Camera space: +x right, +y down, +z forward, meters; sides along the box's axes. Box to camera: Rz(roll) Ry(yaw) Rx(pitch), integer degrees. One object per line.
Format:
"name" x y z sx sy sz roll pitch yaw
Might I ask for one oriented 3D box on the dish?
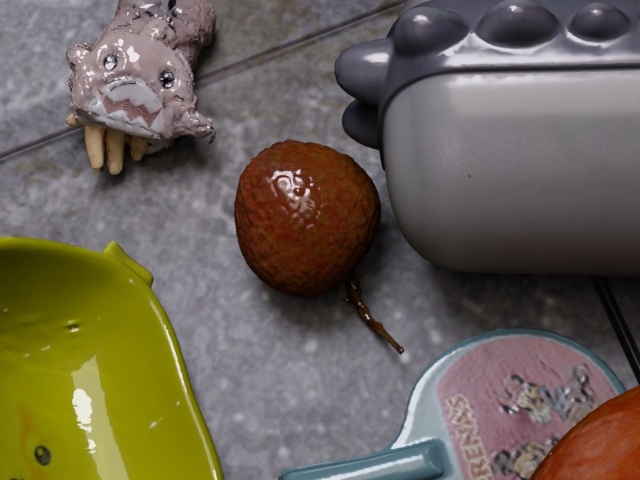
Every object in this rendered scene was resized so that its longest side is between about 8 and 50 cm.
"dish" -0.187 0.128 1.002 0.108 0.221 0.262 -34 60 37

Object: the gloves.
"gloves" -0.130 -0.126 1.117 0.110 0.094 0.144 1 62 -4

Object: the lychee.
"lychee" -0.006 -0.003 1.056 0.101 0.140 0.114 -10 31 8

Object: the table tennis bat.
"table tennis bat" 0.092 0.143 1.022 0.244 0.040 0.153 -14 70 -2

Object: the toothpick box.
"toothpick box" 0.169 -0.083 0.986 0.316 0.229 0.229 1 71 8

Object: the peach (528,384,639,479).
"peach" 0.225 0.184 0.889 0.257 0.232 0.232 -45 70 9
